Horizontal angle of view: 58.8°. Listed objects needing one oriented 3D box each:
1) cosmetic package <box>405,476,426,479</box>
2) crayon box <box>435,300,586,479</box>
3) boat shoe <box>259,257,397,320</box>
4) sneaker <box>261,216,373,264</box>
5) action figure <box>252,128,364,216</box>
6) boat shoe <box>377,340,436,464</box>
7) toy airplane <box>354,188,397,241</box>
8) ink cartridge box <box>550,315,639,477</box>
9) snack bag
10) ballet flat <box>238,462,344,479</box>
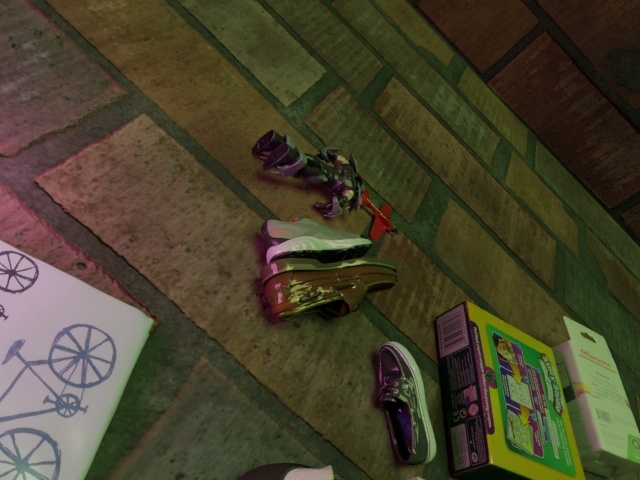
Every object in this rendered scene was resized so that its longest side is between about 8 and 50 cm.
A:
[{"bbox_3d":[0.154,0.457,0.932,0.041,0.060,0.115,33,42,-22],"label":"cosmetic package"},{"bbox_3d":[0.407,0.355,1.228,0.313,0.106,0.363,29,43,-26],"label":"crayon box"},{"bbox_3d":[0.028,0.099,1.078,0.307,0.111,0.104,-1,63,-34],"label":"boat shoe"},{"bbox_3d":[0.000,0.000,1.131,0.271,0.100,0.108,3,52,-43],"label":"sneaker"},{"bbox_3d":[-0.004,-0.151,1.258,0.285,0.099,0.185,21,39,-37],"label":"action figure"},{"bbox_3d":[0.142,0.297,1.046,0.076,0.080,0.229,8,61,-42],"label":"boat shoe"},{"bbox_3d":[0.135,-0.068,1.372,0.151,0.028,0.151,25,46,-28],"label":"toy airplane"},{"bbox_3d":[0.673,0.392,1.445,0.207,0.119,0.353,26,45,-27],"label":"ink cartridge box"},{"bbox_3d":[-0.399,0.145,0.666,0.342,0.037,0.323,34,40,-20],"label":"snack bag"},{"bbox_3d":[0.013,0.376,0.830,0.280,0.096,0.095,24,45,-29],"label":"ballet flat"}]
